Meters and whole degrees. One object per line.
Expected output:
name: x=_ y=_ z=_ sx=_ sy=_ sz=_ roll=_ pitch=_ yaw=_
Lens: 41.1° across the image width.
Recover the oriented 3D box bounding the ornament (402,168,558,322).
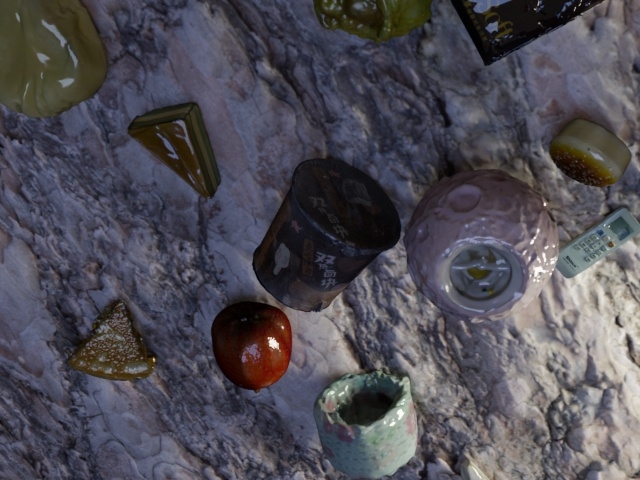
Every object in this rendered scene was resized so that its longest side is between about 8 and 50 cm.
ornament: x=0.270 y=0.006 z=1.440 sx=0.259 sy=0.225 sz=0.259 roll=5 pitch=121 yaw=8

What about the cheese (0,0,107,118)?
cheese: x=-0.483 y=-0.323 z=1.449 sx=0.214 sy=0.117 sz=0.226 roll=-19 pitch=111 yaw=24

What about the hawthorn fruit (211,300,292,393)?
hawthorn fruit: x=-0.133 y=0.215 z=1.682 sx=0.169 sy=0.169 sz=0.188 roll=0 pitch=124 yaw=10

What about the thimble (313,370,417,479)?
thimble: x=0.100 y=0.367 z=1.721 sx=0.211 sy=0.185 sz=0.149 roll=-22 pitch=122 yaw=-17

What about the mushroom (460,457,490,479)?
mushroom: x=0.375 y=0.550 z=1.838 sx=0.209 sy=0.084 sz=0.071 roll=42 pitch=98 yaw=-12

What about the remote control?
remote control: x=0.486 y=0.004 z=1.517 sx=0.162 sy=0.029 sz=0.061 roll=-38 pitch=110 yaw=22

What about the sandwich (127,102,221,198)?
sandwich: x=-0.258 y=-0.152 z=1.527 sx=0.113 sy=0.079 sz=0.163 roll=-7 pitch=121 yaw=16

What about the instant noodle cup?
instant noodle cup: x=0.000 y=0.000 z=1.503 sx=0.217 sy=0.217 sz=0.207 roll=31 pitch=128 yaw=-9

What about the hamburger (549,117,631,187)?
hamburger: x=0.434 y=-0.137 z=1.389 sx=0.126 sy=0.141 sz=0.081 roll=37 pitch=91 yaw=-15

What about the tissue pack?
tissue pack: x=0.236 y=-0.458 z=1.185 sx=0.210 sy=0.198 sz=0.370 roll=-28 pitch=113 yaw=19

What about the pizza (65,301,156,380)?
pizza: x=-0.428 y=0.201 z=1.781 sx=0.188 sy=0.062 sz=0.199 roll=12 pitch=117 yaw=-12

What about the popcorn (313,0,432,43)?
popcorn: x=0.080 y=-0.385 z=1.279 sx=0.197 sy=0.155 sz=0.197 roll=6 pitch=120 yaw=10
